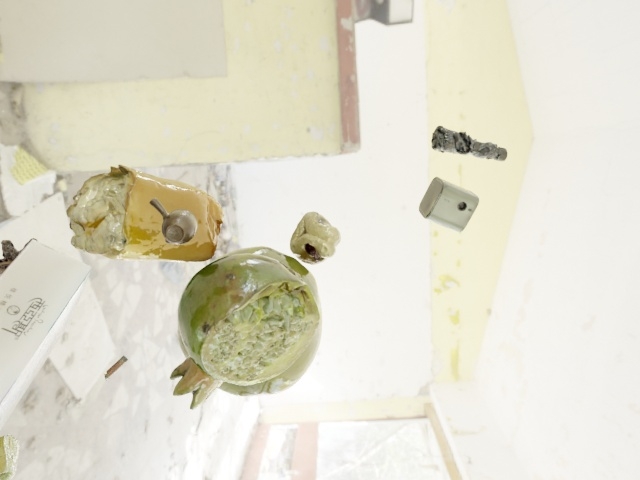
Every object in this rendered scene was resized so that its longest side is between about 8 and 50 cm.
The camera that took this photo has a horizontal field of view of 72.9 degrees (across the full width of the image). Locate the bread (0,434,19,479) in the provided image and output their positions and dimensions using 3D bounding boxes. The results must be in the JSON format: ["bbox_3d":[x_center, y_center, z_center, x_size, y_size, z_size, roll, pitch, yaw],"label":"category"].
[{"bbox_3d":[-0.726,0.504,0.962,0.110,0.103,0.156,65,-30,24],"label":"bread"}]

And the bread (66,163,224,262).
[{"bbox_3d":[-0.494,-0.074,1.286,0.394,0.361,0.250,6,92,-49],"label":"bread"}]

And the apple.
[{"bbox_3d":[-0.208,0.242,1.361,0.473,0.473,0.474,-4,90,-87],"label":"apple"}]

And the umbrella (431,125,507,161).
[{"bbox_3d":[0.419,-0.261,1.202,0.071,0.224,0.080,122,-23,-57],"label":"umbrella"}]

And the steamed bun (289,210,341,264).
[{"bbox_3d":[0.000,0.000,1.436,0.155,0.140,0.172,13,-109,56],"label":"steamed bun"}]

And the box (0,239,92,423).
[{"bbox_3d":[-0.510,0.169,0.710,0.203,0.116,0.274,-47,-157,36],"label":"box"}]

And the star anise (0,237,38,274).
[{"bbox_3d":[-1.002,0.094,1.447,0.190,0.125,0.220,49,54,-32],"label":"star anise"}]

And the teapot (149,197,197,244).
[{"bbox_3d":[-0.312,-0.035,0.888,0.110,0.085,0.080,43,11,-17],"label":"teapot"}]

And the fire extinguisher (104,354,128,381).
[{"bbox_3d":[-0.627,0.391,1.326,0.083,0.022,0.028,-47,114,-29],"label":"fire extinguisher"}]

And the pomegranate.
[{"bbox_3d":[-0.187,0.175,0.926,0.216,0.358,0.309,52,9,36],"label":"pomegranate"}]

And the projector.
[{"bbox_3d":[0.261,-0.074,0.891,0.083,0.082,0.083,-95,-153,-68],"label":"projector"}]
